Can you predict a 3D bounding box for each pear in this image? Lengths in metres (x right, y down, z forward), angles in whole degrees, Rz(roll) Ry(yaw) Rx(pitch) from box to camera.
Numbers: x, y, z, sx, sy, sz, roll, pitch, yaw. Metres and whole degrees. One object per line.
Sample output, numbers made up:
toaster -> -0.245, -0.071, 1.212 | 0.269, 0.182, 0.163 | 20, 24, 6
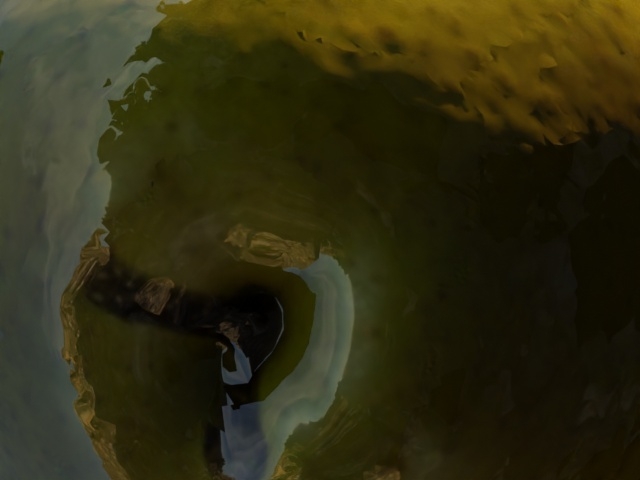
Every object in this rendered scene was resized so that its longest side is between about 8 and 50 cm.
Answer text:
pear -> 0.000, 0.000, 0.778 | 0.418, 0.362, 0.362 | -74, -25, -78
